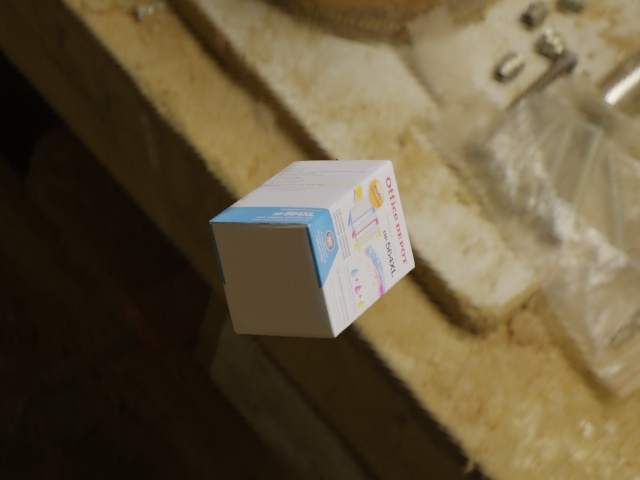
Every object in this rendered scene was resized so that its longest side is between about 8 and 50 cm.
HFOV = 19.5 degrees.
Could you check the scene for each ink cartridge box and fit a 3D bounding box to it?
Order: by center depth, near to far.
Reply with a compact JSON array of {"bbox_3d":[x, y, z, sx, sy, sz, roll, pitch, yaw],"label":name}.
[{"bbox_3d":[0.000,0.000,1.377,0.090,0.092,0.143,1,24,33],"label":"ink cartridge box"}]
